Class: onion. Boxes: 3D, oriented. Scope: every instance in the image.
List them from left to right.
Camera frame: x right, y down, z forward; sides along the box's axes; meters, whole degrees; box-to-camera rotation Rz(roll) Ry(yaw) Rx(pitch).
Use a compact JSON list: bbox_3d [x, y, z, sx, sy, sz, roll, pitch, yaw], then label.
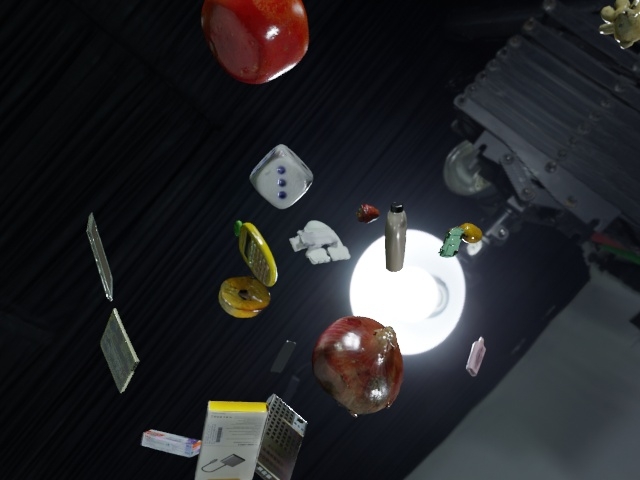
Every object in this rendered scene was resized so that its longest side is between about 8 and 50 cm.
[{"bbox_3d":[0.144,0.442,1.601,0.354,0.353,0.353,40,1,-1],"label":"onion"}]

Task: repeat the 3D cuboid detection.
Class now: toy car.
[{"bbox_3d":[0.410,0.005,1.401,0.059,0.121,0.035,3,33,-10],"label":"toy car"}]

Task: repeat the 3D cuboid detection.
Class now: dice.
[{"bbox_3d":[-0.155,-0.255,1.779,0.192,0.193,0.194,44,13,-18],"label":"dice"}]

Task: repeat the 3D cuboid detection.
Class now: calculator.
[{"bbox_3d":[-0.191,0.032,1.295,0.234,0.032,0.146,54,-34,29],"label":"calculator"}]

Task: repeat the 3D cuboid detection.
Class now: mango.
[{"bbox_3d":[0.554,-0.026,1.643,0.115,0.060,0.080,2,53,-48],"label":"mango"}]

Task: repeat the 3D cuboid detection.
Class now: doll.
[{"bbox_3d":[0.455,-0.328,0.667,0.051,0.062,0.093,43,36,-15],"label":"doll"}]

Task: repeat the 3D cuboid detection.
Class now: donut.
[{"bbox_3d":[-0.288,0.216,1.658,0.190,0.074,0.174,-10,53,-43],"label":"donut"}]

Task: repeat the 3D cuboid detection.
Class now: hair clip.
[{"bbox_3d":[0.000,0.000,1.304,0.220,0.054,0.140,-5,61,-52],"label":"hair clip"}]

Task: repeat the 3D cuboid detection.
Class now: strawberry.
[{"bbox_3d":[0.177,-0.096,1.630,0.084,0.073,0.073,10,9,-14],"label":"strawberry"}]

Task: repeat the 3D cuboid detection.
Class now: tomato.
[{"bbox_3d":[-0.202,-0.669,1.413,0.289,0.293,0.325,47,-29,23],"label":"tomato"}]

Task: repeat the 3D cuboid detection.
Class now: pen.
[{"bbox_3d":[0.601,0.437,1.706,0.053,0.032,0.197,50,42,-6],"label":"pen"}]

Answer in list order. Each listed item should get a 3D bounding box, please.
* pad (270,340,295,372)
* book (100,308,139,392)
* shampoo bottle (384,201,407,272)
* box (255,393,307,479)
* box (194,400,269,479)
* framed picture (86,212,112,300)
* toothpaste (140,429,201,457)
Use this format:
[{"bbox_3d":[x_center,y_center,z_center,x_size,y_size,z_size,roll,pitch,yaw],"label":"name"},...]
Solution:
[{"bbox_3d":[-0.169,0.499,2.232,0.055,0.322,0.250,7,-17,11],"label":"pad"},{"bbox_3d":[-0.551,0.303,1.214,0.013,0.192,0.167,-11,58,-44],"label":"book"},{"bbox_3d":[0.264,-0.014,1.569,0.078,0.256,0.127,4,31,16],"label":"shampoo bottle"},{"bbox_3d":[-0.155,0.707,1.588,0.180,0.047,0.325,42,18,-3],"label":"box"},{"bbox_3d":[-0.198,0.452,0.971,0.129,0.246,0.033,9,23,-17],"label":"box"},{"bbox_3d":[-0.835,0.059,1.688,0.231,0.018,0.292,-143,-137,-60],"label":"framed picture"},{"bbox_3d":[-0.465,0.627,1.379,0.197,0.040,0.047,1,-7,23],"label":"toothpaste"}]
